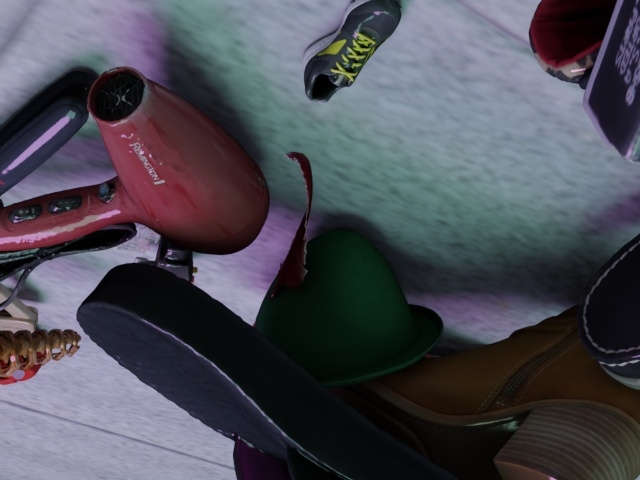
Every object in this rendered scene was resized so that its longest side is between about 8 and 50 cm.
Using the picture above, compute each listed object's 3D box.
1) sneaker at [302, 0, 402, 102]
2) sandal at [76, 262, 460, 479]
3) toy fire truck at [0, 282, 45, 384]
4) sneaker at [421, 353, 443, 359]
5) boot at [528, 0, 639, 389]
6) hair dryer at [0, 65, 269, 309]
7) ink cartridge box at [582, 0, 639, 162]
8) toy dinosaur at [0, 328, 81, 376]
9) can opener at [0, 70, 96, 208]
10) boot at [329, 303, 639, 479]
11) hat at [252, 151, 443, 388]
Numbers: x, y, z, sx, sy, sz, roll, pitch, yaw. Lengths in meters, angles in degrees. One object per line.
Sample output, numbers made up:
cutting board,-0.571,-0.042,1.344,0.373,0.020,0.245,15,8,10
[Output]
sneaker,0.019,-0.107,0.561,0.031,0.035,0.083,21,145,-26
sandal,0.004,0.189,0.684,0.446,0.107,0.167,38,153,-12
toy fire truck,-0.306,0.071,0.886,0.135,0.047,0.192,-13,144,28
sneaker,0.102,0.155,0.945,0.314,0.115,0.136,21,164,-25
boot,0.223,-0.057,0.519,0.284,0.138,0.377,23,141,-29
hair dryer,-0.143,-0.011,0.648,0.224,0.080,0.293,-6,153,-30
ink cartridge box,0.274,-0.148,0.299,0.307,0.072,0.303,5,124,-8
toy dinosaur,-0.356,0.122,0.744,0.322,0.164,0.218,12,161,-20
can opener,-0.213,-0.057,0.653,0.186,0.059,0.073,-21,140,36
boot,0.145,0.101,0.771,0.283,0.220,0.109,6,124,44
hat,0.000,0.000,0.744,0.173,0.183,0.208,-22,-163,-35
